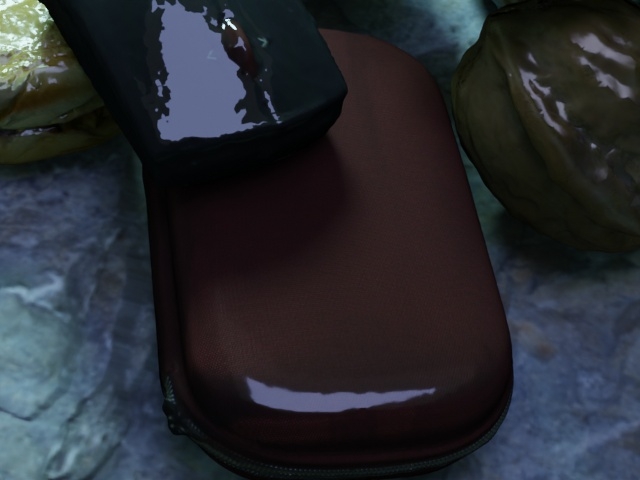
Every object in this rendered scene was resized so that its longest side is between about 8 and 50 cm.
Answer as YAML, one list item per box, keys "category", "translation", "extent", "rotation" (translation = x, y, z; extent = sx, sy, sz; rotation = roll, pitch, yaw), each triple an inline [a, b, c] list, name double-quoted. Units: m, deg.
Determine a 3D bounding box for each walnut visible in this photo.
- category: "walnut"
  translation: [0.215, -0.095, 1.061]
  extent: [0.245, 0.198, 0.198]
  rotation: [43, 50, -18]

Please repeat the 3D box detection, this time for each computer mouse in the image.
- category: "computer mouse"
  translation: [-0.102, -0.169, 0.986]
  extent: [0.170, 0.100, 0.269]
  rotation: [-23, 60, -22]

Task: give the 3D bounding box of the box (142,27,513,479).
- category: "box"
  translation: [0.000, 0.000, 1.004]
  extent: [0.263, 0.108, 0.404]
  rotation: [-1, 52, -11]

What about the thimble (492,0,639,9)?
- category: "thimble"
  translation: [0.268, -0.311, 1.265]
  extent: [0.254, 0.167, 0.288]
  rotation: [-12, 56, -20]

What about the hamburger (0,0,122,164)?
- category: "hamburger"
  translation: [-0.241, -0.157, 1.081]
  extent: [0.213, 0.108, 0.214]
  rotation: [6, 50, -7]
